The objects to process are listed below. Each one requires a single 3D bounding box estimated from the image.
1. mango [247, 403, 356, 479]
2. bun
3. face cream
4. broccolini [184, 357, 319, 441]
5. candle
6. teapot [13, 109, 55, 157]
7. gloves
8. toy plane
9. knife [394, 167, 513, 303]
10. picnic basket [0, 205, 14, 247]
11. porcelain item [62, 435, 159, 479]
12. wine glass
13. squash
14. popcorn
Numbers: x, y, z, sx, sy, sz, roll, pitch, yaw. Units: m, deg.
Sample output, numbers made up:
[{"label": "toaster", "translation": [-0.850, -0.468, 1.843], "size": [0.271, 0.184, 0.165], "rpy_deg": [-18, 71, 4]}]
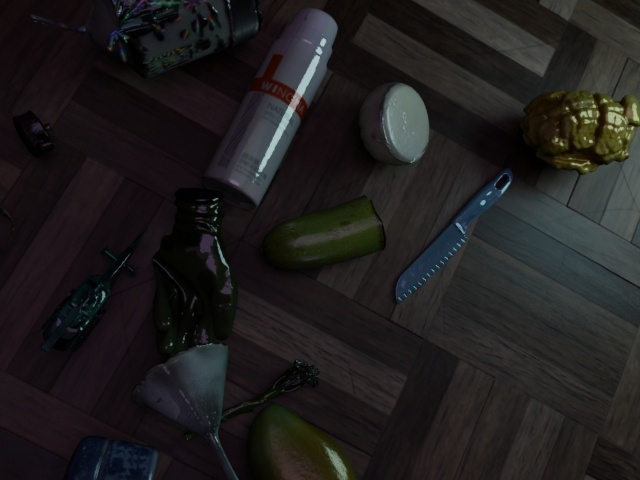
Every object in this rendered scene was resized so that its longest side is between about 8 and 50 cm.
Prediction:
[{"label": "mango", "translation": [-0.030, 0.323, 1.111], "size": [0.130, 0.092, 0.194], "rpy_deg": [-29, 80, -16]}, {"label": "bun", "translation": [0.107, -0.186, 1.261], "size": [0.138, 0.094, 0.138], "rpy_deg": [3, 85, -46]}, {"label": "face cream", "translation": [-0.068, -0.218, 1.220], "size": [0.102, 0.102, 0.345], "rpy_deg": [26, 74, -6]}, {"label": "broccolini", "translation": [-0.098, 0.242, 1.144], "size": [0.218, 0.044, 0.042], "rpy_deg": [-30, 126, -14]}, {"label": "candle", "translation": [-0.255, -0.344, 1.162], "size": [0.330, 0.187, 0.187], "rpy_deg": [-25, 84, -15]}, {"label": "teapot", "translation": [-0.421, -0.161, 1.146], "size": [0.045, 0.067, 0.100], "rpy_deg": [-31, 52, -21]}, {"label": "gloves", "translation": [-0.183, 0.056, 1.126], "size": [0.135, 0.107, 0.268], "rpy_deg": [7, 87, 10]}, {"label": "toy plane", "translation": [-0.324, 0.075, 1.101], "size": [0.060, 0.096, 0.235], "rpy_deg": [36, 54, -6]}, {"label": "knife", "translation": [0.223, -0.011, 1.287], "size": [0.313, 0.019, 0.044], "rpy_deg": [-44, 93, -16]}, {"label": "picnic basket", "translation": [-0.478, -0.016, 1.097], "size": [0.072, 0.072, 0.083], "rpy_deg": [39, 71, -2]}, {"label": "porcelain item", "translation": [-0.283, 0.336, 1.020], "size": [0.114, 0.147, 0.147], "rpy_deg": [13, 75, -9]}, {"label": "wine glass", "translation": [-0.139, 0.270, 1.034], "size": [0.156, 0.156, 0.232], "rpy_deg": [-25, 66, -17]}, {"label": "squash", "translation": [0.000, 0.000, 1.196], "size": [0.188, 0.095, 0.095], "rpy_deg": [-18, 82, -12]}, {"label": "popcorn", "translation": [0.442, -0.182, 1.302], "size": [0.194, 0.163, 0.140], "rpy_deg": [1, 102, -39]}]
